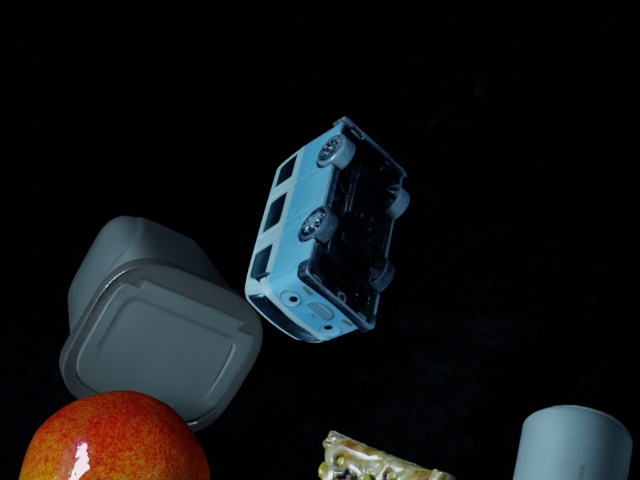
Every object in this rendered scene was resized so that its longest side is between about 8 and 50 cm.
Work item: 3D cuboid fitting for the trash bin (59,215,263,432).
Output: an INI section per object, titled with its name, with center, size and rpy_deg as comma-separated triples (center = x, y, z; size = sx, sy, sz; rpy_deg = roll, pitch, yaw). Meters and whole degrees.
[trash bin]
center = -0.218, 0.096, 1.997
size = 0.219, 0.219, 0.250
rpy_deg = -59, 23, 12

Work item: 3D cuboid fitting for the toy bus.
[toy bus]
center = 0.000, 0.000, 1.933
size = 0.164, 0.133, 0.271
rpy_deg = -27, 34, 36

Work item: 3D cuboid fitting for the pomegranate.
[pomegranate]
center = -0.244, 0.302, 1.812
size = 0.221, 0.221, 0.257
rpy_deg = -1, 70, 49

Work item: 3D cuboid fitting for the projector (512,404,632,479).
[projector]
center = 0.203, 0.313, 1.376
size = 0.108, 0.108, 0.338
rpy_deg = -17, 43, 39

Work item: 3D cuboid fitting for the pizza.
[pizza]
center = 0.051, 0.259, 1.642
size = 0.184, 0.036, 0.176
rpy_deg = -30, 53, 15
